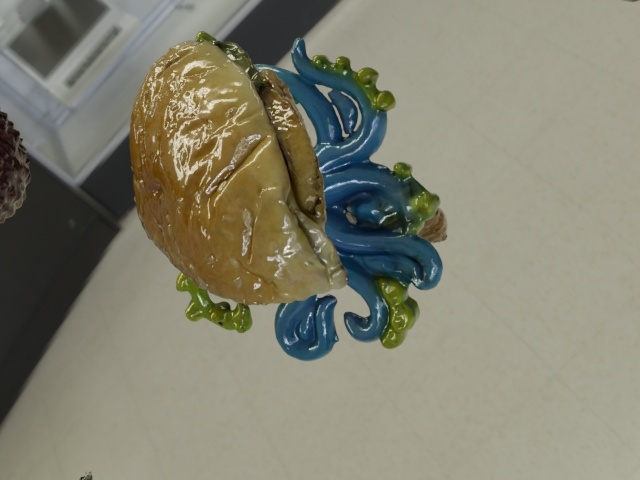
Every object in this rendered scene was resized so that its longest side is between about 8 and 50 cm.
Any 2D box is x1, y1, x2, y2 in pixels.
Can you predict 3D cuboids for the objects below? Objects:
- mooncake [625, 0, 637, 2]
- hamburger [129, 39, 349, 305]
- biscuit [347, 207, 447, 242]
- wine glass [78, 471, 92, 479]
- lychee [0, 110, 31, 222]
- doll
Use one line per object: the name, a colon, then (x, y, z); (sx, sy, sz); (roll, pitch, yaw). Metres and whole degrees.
mooncake: (0.271, -0.344, 1.105); (0.290, 0.290, 0.161); (13, 83, 54)
hamburger: (-0.068, -0.043, 0.822); (0.135, 0.155, 0.207); (-15, 36, -9)
biscuit: (-0.001, -0.001, 1.481); (0.334, 0.289, 0.081); (-7, 73, 14)
wine glass: (-0.238, 0.345, 1.347); (0.072, 0.155, 0.072); (-44, 20, 20)
lychee: (-0.526, -0.116, 1.502); (0.271, 0.271, 0.271); (-30, 37, 26)
doll: (-0.030, -0.029, 1.183); (0.099, 0.341, 0.346); (-32, -38, -62)
